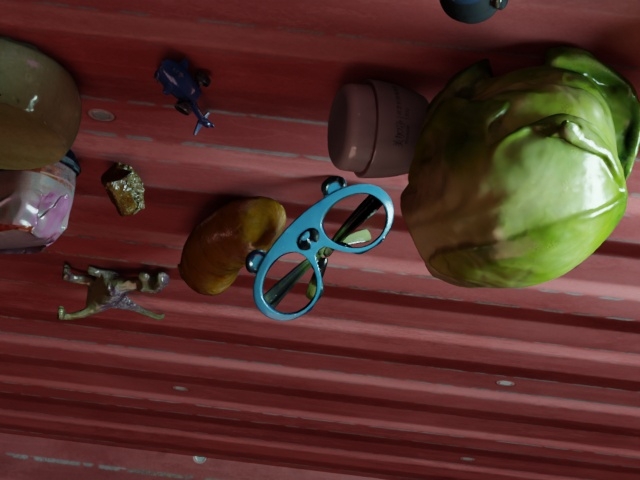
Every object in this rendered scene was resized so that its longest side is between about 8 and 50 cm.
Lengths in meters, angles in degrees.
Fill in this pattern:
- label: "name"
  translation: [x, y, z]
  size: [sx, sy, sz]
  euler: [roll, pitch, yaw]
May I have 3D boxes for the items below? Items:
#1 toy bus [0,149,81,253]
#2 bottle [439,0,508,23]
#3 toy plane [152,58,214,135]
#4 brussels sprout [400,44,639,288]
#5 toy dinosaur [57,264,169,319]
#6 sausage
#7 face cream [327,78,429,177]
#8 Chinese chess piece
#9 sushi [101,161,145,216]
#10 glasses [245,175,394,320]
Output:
- label: "toy bus"
  translation: [-0.486, -0.061, 1.987]
  size: [0.303, 0.147, 0.127]
  euler: [-2, 162, 25]
- label: "bottle"
  translation: [0.129, -0.285, 1.304]
  size: [0.082, 0.072, 0.244]
  euler: [20, 163, 18]
- label: "toy plane"
  translation: [-0.164, -0.176, 1.719]
  size: [0.062, 0.054, 0.167]
  euler: [26, 166, 25]
- label: "brussels sprout"
  translation: [0.216, -0.080, 1.536]
  size: [0.294, 0.259, 0.227]
  euler: [-36, 105, 15]
- label: "toy dinosaur"
  translation: [-0.356, 0.103, 2.457]
  size: [0.200, 0.072, 0.251]
  euler: [1, 150, -13]
- label: "sausage"
  translation: [-0.132, 0.003, 2.082]
  size: [0.109, 0.108, 0.270]
  euler: [16, 158, -21]
- label: "face cream"
  translation: [0.068, -0.130, 1.660]
  size: [0.104, 0.117, 0.117]
  euler: [5, 160, -16]
- label: "Chinese chess piece"
  translation: [-0.408, -0.171, 1.745]
  size: [0.238, 0.092, 0.237]
  euler: [7, 159, 3]
- label: "sushi"
  translation: [-0.276, -0.073, 1.996]
  size: [0.052, 0.055, 0.120]
  euler: [48, 166, 27]
- label: "glasses"
  translation: [0.023, 0.025, 2.003]
  size: [0.239, 0.102, 0.207]
  euler: [-45, 152, 7]
